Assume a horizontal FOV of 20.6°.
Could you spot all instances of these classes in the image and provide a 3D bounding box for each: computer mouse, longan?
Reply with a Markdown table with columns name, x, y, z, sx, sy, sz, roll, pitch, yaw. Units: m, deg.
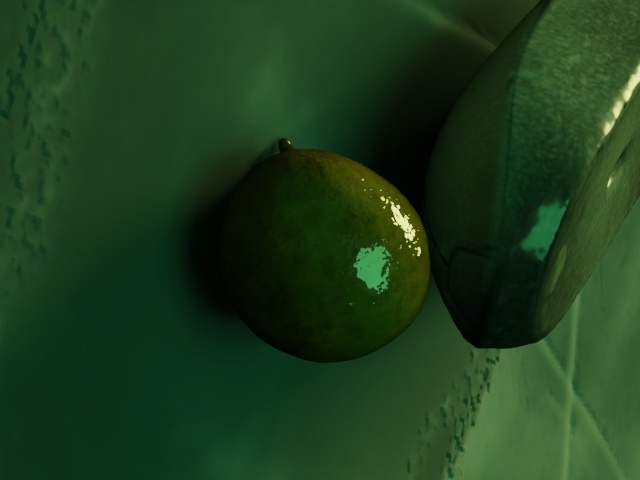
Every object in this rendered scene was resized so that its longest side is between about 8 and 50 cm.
| name | x | y | z | sx | sy | sz | roll | pitch | yaw |
| --- | --- | --- | --- | --- | --- | --- | --- | --- | --- |
| computer mouse | 0.091 | -0.046 | 0.685 | 0.229 | 0.068 | 0.113 | -50 | 155 | -47 |
| longan | 0.000 | 0.000 | 0.585 | 0.075 | 0.075 | 0.083 | 38 | 29 | -51 |
